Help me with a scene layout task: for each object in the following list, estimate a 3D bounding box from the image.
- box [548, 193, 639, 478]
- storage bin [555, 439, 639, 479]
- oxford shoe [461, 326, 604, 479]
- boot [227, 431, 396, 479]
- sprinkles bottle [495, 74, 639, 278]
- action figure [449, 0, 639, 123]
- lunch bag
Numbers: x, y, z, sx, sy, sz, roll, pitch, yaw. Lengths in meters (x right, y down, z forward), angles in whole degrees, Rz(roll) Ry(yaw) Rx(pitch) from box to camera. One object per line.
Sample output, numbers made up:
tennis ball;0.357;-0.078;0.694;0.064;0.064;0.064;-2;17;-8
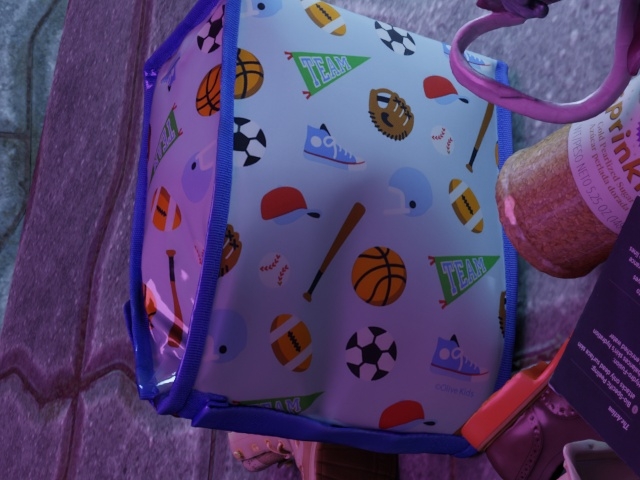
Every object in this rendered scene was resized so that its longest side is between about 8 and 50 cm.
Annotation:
box;0.253;0.076;0.845;0.158;0.093;0.156;-68;28;18
storage bin;0.170;0.319;0.937;0.262;0.123;0.260;-49;38;38
oxford shoe;0.235;0.101;0.993;0.098;0.097;0.271;51;119;15
boot;-0.018;0.220;1.331;0.203;0.095;0.262;-39;43;45
sprinkles bottle;0.285;-0.084;0.935;0.355;0.121;0.121;-35;48;49
action figure;0.288;-0.259;0.923;0.370;0.248;0.276;-50;-17;-40
lunch bag;0.000;0.000;1.171;0.239;0.328;0.385;-39;46;52
